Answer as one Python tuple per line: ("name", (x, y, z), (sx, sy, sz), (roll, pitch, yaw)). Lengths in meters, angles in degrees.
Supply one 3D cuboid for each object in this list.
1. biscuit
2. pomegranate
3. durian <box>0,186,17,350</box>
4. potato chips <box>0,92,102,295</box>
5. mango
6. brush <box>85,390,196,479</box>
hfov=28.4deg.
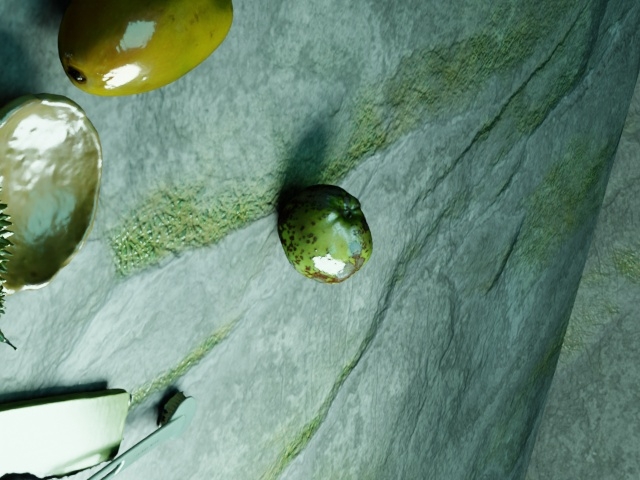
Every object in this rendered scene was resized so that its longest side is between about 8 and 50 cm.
("biscuit", (-0.323, 0.221, 1.383), (0.322, 0.038, 0.099), (-1, 103, -59))
("pomegranate", (0.010, -0.007, 1.738), (0.125, 0.138, 0.163), (-35, 169, 3))
("durian", (-0.329, -0.014, 1.129), (0.095, 0.137, 0.220), (-32, 122, -34))
("potato chips", (-0.297, -0.051, 1.253), (0.195, 0.062, 0.208), (-53, 145, -28))
("mango", (-0.172, -0.230, 1.317), (0.253, 0.113, 0.138), (-32, 132, -52))
("brush", (-0.225, 0.252, 1.535), (0.266, 0.027, 0.062), (-32, 142, -61))
